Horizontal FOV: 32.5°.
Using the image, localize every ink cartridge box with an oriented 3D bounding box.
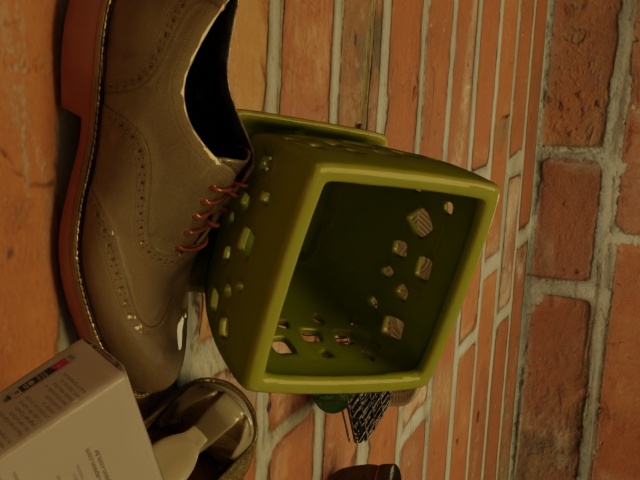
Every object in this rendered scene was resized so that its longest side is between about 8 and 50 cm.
[{"bbox_3d":[-0.250,0.284,0.809,0.330,0.071,0.324,-33,133,-28],"label":"ink cartridge box"}]

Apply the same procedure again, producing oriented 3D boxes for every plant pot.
[{"bbox_3d":[0.000,0.000,1.069,0.228,0.207,0.227,5,113,-37],"label":"plant pot"}]

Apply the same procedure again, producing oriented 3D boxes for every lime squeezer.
[{"bbox_3d":[0.019,0.190,1.639,0.110,0.058,0.310,60,29,-7],"label":"lime squeezer"}]

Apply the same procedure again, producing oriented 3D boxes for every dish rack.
[{"bbox_3d":[0.038,0.140,1.552,0.208,0.074,0.272,-43,125,-59],"label":"dish rack"}]

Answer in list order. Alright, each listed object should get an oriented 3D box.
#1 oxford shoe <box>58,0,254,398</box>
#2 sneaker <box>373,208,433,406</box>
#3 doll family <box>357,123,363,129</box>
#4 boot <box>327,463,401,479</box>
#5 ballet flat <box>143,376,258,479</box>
[{"bbox_3d":[-0.137,-0.035,0.968,0.140,0.146,0.397,-46,140,-63],"label":"oxford shoe"},{"bbox_3d":[0.139,0.092,1.827,0.148,0.131,0.350,-30,130,-74],"label":"sneaker"},{"bbox_3d":[0.076,-0.080,1.653,0.111,0.076,0.193,0,94,-65],"label":"doll family"},{"bbox_3d":[0.059,0.499,1.692,0.112,0.115,0.305,48,42,-62],"label":"boot"},{"bbox_3d":[-0.134,0.207,1.079,0.348,0.123,0.123,-36,130,-60],"label":"ballet flat"}]
